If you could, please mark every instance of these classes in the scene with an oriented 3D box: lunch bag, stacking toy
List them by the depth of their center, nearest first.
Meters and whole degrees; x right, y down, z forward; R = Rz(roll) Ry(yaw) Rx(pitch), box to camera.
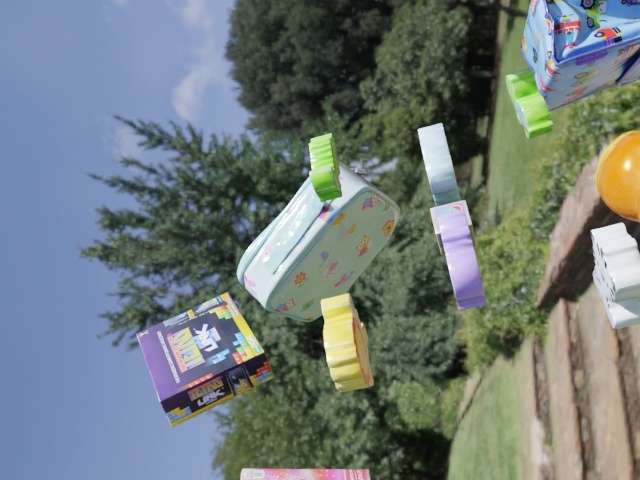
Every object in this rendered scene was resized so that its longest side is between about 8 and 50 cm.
[{"bbox_3d":[0.077,-0.021,0.440,0.052,0.167,0.221,66,-167,-46],"label":"stacking toy"},{"bbox_3d":[0.464,-0.308,1.058,0.221,0.293,0.138,41,-141,-77],"label":"lunch bag"},{"bbox_3d":[0.000,0.000,1.209,0.279,0.108,0.224,-52,-30,7],"label":"lunch bag"}]

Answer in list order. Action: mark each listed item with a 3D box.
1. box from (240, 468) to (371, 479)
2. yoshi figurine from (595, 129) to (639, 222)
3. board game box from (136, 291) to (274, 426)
[{"bbox_3d":[-0.008,0.356,0.684,0.300,0.154,0.142,-103,14,-77],"label":"box"},{"bbox_3d":[0.298,-0.018,0.302,0.203,0.203,0.362,51,-176,-24],"label":"yoshi figurine"},{"bbox_3d":[-0.156,0.150,0.946,0.170,0.141,0.048,44,153,57],"label":"board game box"}]
